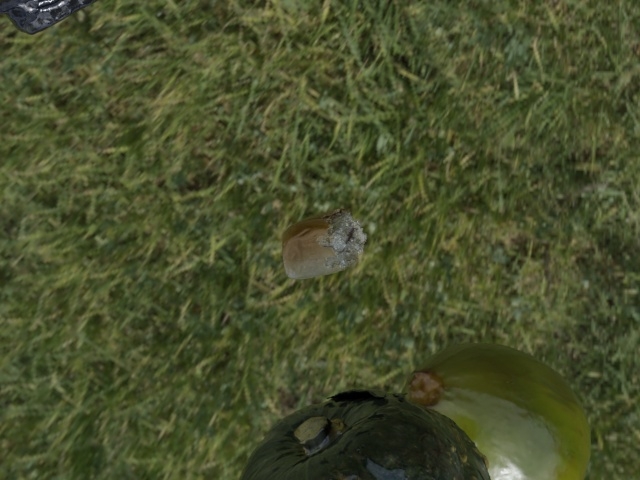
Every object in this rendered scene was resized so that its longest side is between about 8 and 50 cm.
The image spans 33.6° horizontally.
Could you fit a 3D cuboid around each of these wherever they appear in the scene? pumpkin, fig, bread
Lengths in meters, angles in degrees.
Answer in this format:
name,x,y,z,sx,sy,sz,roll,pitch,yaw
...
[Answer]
name,x,y,z,sx,sy,sz,roll,pitch,yaw
pumpkin,0.049,0.308,1.188,0.327,0.291,0.257,-20,108,44
fig,0.272,0.326,1.761,0.343,0.343,0.343,7,121,12
bread,0.001,0.000,1.507,0.106,0.125,0.082,-5,110,17

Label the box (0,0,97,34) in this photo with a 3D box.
name,x,y,z,sx,sy,sz,roll,pitch,yaw
box,-0.333,-0.465,1.543,0.359,0.350,0.091,-29,136,1
